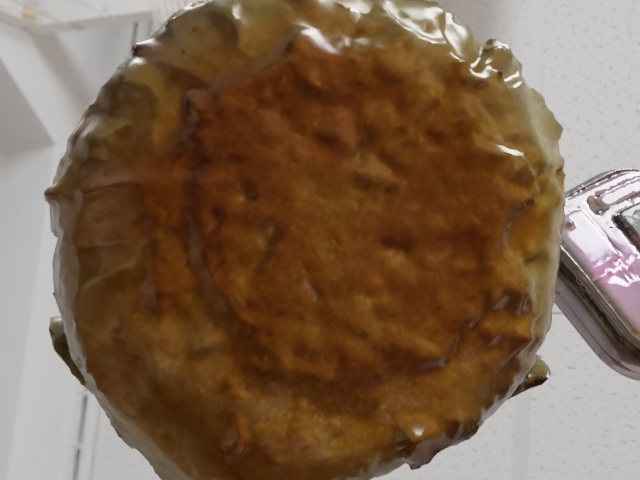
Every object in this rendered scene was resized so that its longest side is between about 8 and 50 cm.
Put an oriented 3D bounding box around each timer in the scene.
[{"bbox_3d":[0.313,0.027,0.832,0.208,0.191,0.069,53,-28,22],"label":"timer"}]

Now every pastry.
[{"bbox_3d":[-0.006,-0.001,0.412,0.121,0.257,0.235,172,-105,-77],"label":"pastry"}]
